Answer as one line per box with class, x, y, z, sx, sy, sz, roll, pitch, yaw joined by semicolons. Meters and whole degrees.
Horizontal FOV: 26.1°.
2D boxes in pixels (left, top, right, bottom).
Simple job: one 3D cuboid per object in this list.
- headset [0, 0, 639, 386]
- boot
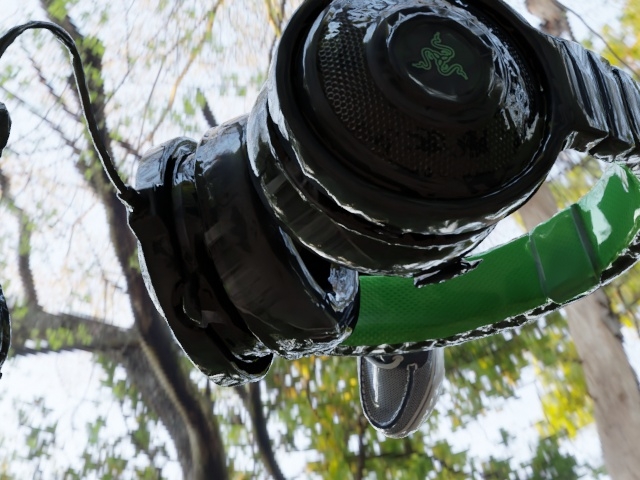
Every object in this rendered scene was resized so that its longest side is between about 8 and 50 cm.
headset;0.000;0.000;0.638;0.394;0.185;0.243;13;-35;-37
boot;0.038;0.053;0.915;0.069;0.086;0.190;21;-65;36
